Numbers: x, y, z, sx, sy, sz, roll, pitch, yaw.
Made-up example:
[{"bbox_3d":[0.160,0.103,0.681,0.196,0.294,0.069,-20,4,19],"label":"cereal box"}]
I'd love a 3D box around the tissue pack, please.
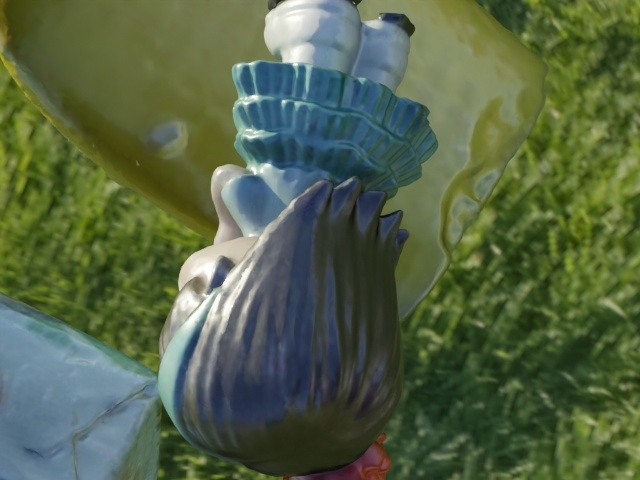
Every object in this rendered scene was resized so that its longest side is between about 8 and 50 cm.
[{"bbox_3d":[-0.221,0.129,1.030,0.228,0.311,0.128,23,67,4],"label":"tissue pack"}]

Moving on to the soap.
[{"bbox_3d":[-0.050,-0.150,1.227,0.427,0.115,0.306,40,75,-10],"label":"soap"}]

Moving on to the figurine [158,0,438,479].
[{"bbox_3d":[0.000,0.000,0.800,0.110,0.138,0.246,-13,60,51],"label":"figurine"}]
